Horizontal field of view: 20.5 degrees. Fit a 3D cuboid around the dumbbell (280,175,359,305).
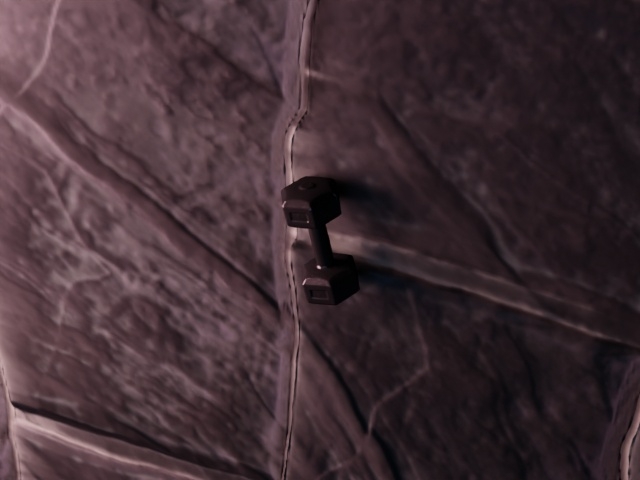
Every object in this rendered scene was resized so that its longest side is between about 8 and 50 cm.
[{"bbox_3d":[0.000,0.000,1.113,0.036,0.040,0.083,31,144,49],"label":"dumbbell"}]
